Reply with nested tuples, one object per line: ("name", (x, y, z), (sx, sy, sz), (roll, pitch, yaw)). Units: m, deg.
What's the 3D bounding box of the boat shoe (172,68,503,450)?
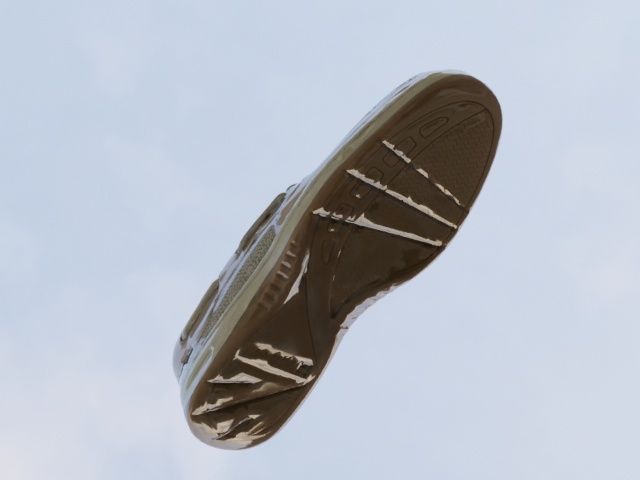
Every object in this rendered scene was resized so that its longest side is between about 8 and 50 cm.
("boat shoe", (0.000, 0.000, 1.084), (0.109, 0.302, 0.098), (27, -162, -33))
